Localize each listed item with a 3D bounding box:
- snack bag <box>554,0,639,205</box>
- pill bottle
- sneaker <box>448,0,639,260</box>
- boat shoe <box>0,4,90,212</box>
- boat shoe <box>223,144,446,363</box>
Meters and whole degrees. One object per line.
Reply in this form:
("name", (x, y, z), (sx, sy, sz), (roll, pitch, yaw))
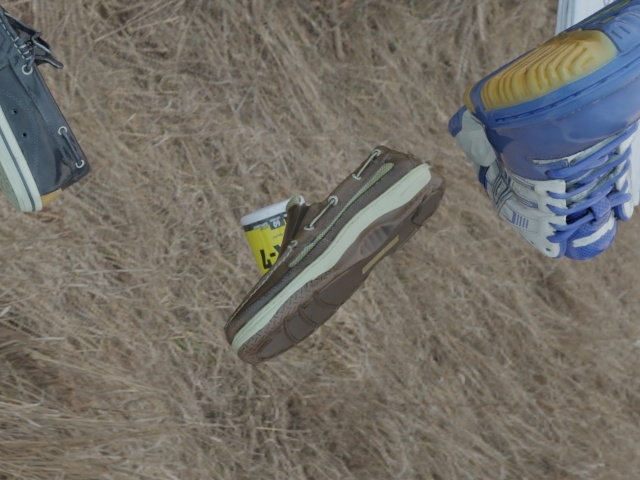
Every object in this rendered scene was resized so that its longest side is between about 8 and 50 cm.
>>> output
("snack bag", (0.339, -0.194, 0.869), (0.323, 0.037, 0.343), (-8, 103, -52))
("pill bottle", (-0.050, 0.036, 1.288), (0.119, 0.119, 0.209), (-26, 97, -39))
("sneaker", (0.157, -0.054, 0.447), (0.131, 0.111, 0.296), (63, 8, 1))
("boat shoe", (-0.507, -0.291, 1.175), (0.156, 0.186, 0.500), (-28, 119, -27))
("boat shoe", (0.000, 0.004, 0.683), (0.257, 0.095, 0.095), (-40, 67, -23))
